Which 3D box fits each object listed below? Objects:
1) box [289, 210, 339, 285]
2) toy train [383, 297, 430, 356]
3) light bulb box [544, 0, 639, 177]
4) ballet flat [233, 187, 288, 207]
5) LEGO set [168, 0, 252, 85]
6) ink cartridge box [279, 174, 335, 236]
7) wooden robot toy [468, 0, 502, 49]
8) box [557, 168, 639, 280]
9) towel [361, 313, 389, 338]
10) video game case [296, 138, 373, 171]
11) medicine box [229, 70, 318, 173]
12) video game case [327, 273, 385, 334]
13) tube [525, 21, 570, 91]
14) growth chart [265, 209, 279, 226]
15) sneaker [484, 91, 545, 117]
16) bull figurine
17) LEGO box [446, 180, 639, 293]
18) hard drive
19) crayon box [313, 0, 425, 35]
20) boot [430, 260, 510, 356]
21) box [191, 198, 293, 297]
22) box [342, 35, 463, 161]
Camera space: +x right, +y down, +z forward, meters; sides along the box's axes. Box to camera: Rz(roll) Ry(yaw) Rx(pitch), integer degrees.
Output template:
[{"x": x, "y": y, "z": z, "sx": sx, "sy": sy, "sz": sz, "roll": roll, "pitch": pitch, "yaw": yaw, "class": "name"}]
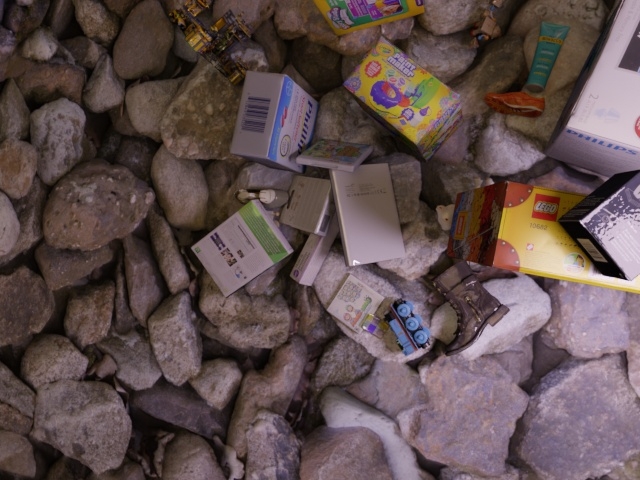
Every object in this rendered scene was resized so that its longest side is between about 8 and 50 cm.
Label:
[{"x": 0.000, "y": 0.000, "z": 1.579, "sx": 0.063, "sy": 0.067, "sz": 0.323, "roll": 34, "pitch": 102, "yaw": 43, "class": "box"}, {"x": 0.277, "y": 0.279, "z": 1.482, "sx": 0.105, "sy": 0.080, "sz": 0.184, "roll": -36, "pitch": 78, "yaw": 21, "class": "toy train"}, {"x": 0.778, "y": -0.377, "z": 1.170, "sx": 0.226, "sy": 0.361, "sz": 0.357, "roll": 24, "pitch": 96, "yaw": 18, "class": "light bulb box"}, {"x": -0.220, "y": -0.156, "z": 1.656, "sx": 0.214, "sy": 0.068, "sz": 0.072, "roll": 3, "pitch": 84, "yaw": 24, "class": "ballet flat"}, {"x": -0.340, "y": -0.731, "z": 1.609, "sx": 0.192, "sy": 0.331, "sz": 0.254, "roll": -37, "pitch": 57, "yaw": 13, "class": "LEGO set"}, {"x": -0.036, "y": -0.125, "z": 1.581, "sx": 0.232, "sy": 0.066, "sz": 0.188, "roll": 18, "pitch": 89, "yaw": 56, "class": "ink cartridge box"}, {"x": 0.529, "y": -0.666, "z": 1.431, "sx": 0.079, "sy": 0.076, "sz": 0.173, "roll": 21, "pitch": 97, "yaw": -17, "class": "wooden robot toy"}, {"x": 0.600, "y": -0.030, "z": 0.908, "sx": 0.158, "sy": 0.093, "sz": 0.156, "roll": -40, "pitch": 91, "yaw": 3, "class": "box"}, {"x": 0.185, "y": 0.288, "z": 1.536, "sx": 0.083, "sy": 0.009, "sz": 0.060, "roll": 32, "pitch": 100, "yaw": 0, "class": "towel"}, {"x": 0.051, "y": -0.285, "z": 1.509, "sx": 0.194, "sy": 0.212, "sz": 0.023, "roll": 12, "pitch": 122, "yaw": 19, "class": "video game case"}, {"x": -0.144, "y": -0.382, "z": 1.527, "sx": 0.149, "sy": 0.289, "sz": 0.263, "roll": 13, "pitch": 93, "yaw": 21, "class": "medicine box"}, {"x": 0.119, "y": 0.217, "z": 1.567, "sx": 0.143, "sy": 0.019, "sz": 0.157, "roll": 35, "pitch": 100, "yaw": 17, "class": "video game case"}, {"x": 0.678, "y": -0.555, "z": 1.378, "sx": 0.080, "sy": 0.052, "sz": 0.206, "roll": 18, "pitch": 89, "yaw": 9, "class": "tube"}, {"x": -0.243, "y": -0.006, "z": 1.696, "sx": 0.172, "sy": 0.021, "sz": 0.237, "roll": 16, "pitch": 94, "yaw": 18, "class": "growth chart"}, {"x": 0.593, "y": -0.425, "z": 1.402, "sx": 0.175, "sy": 0.064, "sz": 0.067, "roll": 18, "pitch": 75, "yaw": 14, "class": "sneaker"}, {"x": 0.512, "y": -0.086, "z": 1.387, "sx": 0.311, "sy": 0.101, "sz": 0.188, "roll": 19, "pitch": 95, "yaw": 7, "class": "bull figurine"}, {"x": 0.621, "y": 0.002, "z": 1.141, "sx": 0.501, "sy": 0.372, "sz": 0.192, "roll": 10, "pitch": 92, "yaw": 0, "class": "LEGO box"}, {"x": 0.153, "y": -0.087, "z": 1.486, "sx": 0.211, "sy": 0.040, "sz": 0.318, "roll": -8, "pitch": 85, "yaw": -23, "class": "hard drive"}, {"x": 0.138, "y": -0.787, "z": 1.398, "sx": 0.314, "sy": 0.363, "sz": 0.105, "roll": -6, "pitch": 87, "yaw": 19, "class": "crayon box"}, {"x": 0.429, "y": 0.207, "z": 1.435, "sx": 0.263, "sy": 0.091, "sz": 0.229, "roll": -45, "pitch": 70, "yaw": 9, "class": "boot"}, {"x": -0.286, "y": 0.031, "z": 1.656, "sx": 0.322, "sy": 0.058, "sz": 0.232, "roll": -34, "pitch": 91, "yaw": 22, "class": "box"}, {"x": 0.261, "y": -0.417, "z": 1.393, "sx": 0.290, "sy": 0.279, "sz": 0.177, "roll": 44, "pitch": 102, "yaw": 15, "class": "box"}]
